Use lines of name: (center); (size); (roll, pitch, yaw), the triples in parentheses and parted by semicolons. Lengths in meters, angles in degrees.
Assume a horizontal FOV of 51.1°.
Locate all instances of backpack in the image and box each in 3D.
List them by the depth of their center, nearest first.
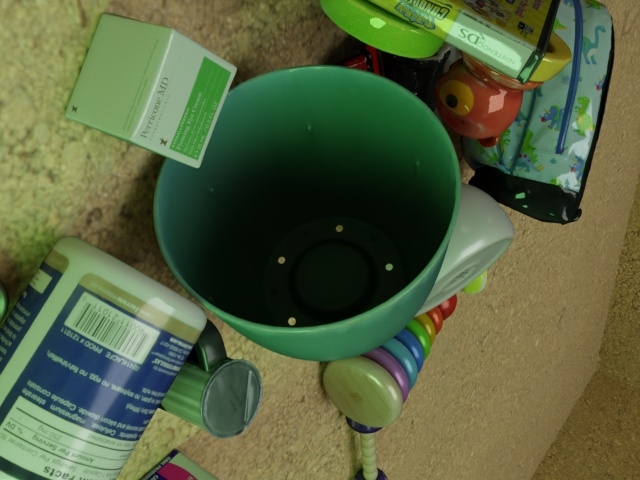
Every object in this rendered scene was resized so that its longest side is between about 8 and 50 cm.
backpack: (0.349, -0.232, 1.102); (0.290, 0.274, 0.355); (-63, 177, -80)

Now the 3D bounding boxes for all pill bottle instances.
pill bottle: (-0.228, 0.142, 0.585); (0.264, 0.153, 0.153); (-60, 146, -10)

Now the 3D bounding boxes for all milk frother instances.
milk frother: (-0.163, 0.155, 0.700); (0.143, 0.135, 0.129); (-46, 127, -34)

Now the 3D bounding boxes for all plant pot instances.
plant pot: (0.000, 0.000, 0.731); (0.293, 0.293, 0.235); (-56, 158, -19)

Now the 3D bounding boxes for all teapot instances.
teapot: (0.164, -0.012, 1.053); (0.253, 0.187, 0.256); (-28, 159, -20)

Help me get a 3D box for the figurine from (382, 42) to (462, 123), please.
figurine: (0.173, -0.237, 1.023); (0.215, 0.092, 0.209); (-50, 151, -35)

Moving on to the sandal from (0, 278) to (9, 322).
sandal: (-0.322, 0.118, 0.521); (0.219, 0.060, 0.090); (-52, 143, -24)

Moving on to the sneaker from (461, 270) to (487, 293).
sneaker: (0.304, -0.017, 1.351); (0.126, 0.091, 0.240); (-56, 149, -52)

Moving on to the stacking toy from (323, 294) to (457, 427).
stacking toy: (0.143, 0.167, 1.177); (0.330, 0.141, 0.141); (-45, 140, -43)

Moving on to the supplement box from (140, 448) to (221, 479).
supplement box: (-0.130, 0.365, 0.788); (0.111, 0.220, 0.113); (-36, 135, -41)

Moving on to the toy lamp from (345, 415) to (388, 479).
toy lamp: (0.090, 0.374, 1.245); (0.080, 0.080, 0.274); (-41, 139, -36)

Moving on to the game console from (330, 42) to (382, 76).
game console: (0.044, -0.202, 0.915); (0.124, 0.085, 0.144); (-25, 134, -7)

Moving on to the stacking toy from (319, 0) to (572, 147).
stacking toy: (0.076, -0.232, 0.732); (0.280, 0.308, 0.130); (-7, 139, -35)

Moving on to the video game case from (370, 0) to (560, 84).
video game case: (0.115, -0.267, 0.661); (0.035, 0.248, 0.275); (-64, 175, 37)

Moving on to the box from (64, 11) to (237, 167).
box: (-0.150, -0.133, 0.593); (0.087, 0.102, 0.101); (19, 93, -55)
